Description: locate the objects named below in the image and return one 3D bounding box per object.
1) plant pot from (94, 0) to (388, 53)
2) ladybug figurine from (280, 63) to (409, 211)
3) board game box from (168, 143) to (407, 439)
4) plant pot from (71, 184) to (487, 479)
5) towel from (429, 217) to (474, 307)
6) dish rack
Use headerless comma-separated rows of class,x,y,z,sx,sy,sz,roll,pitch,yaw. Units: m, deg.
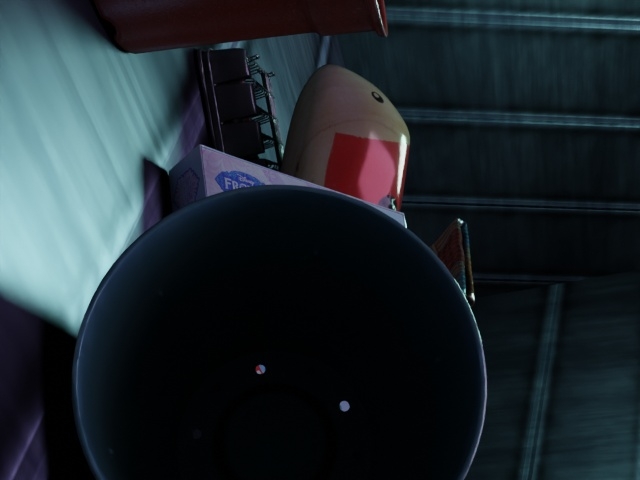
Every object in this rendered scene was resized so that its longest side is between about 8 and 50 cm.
plant pot,-0.088,-0.311,1.039,0.272,0.265,0.273,-10,90,-82
ladybug figurine,0.025,-0.013,1.451,0.305,0.161,0.450,-37,136,-82
board game box,-0.008,0.082,1.145,0.318,0.066,0.318,17,53,-40
plant pot,-0.034,0.136,0.841,0.235,0.292,0.293,99,-14,-66
towel,0.083,0.146,1.507,0.040,0.370,0.271,37,21,-11
dish rack,-0.096,-0.157,1.481,0.271,0.074,0.208,-14,94,-84
